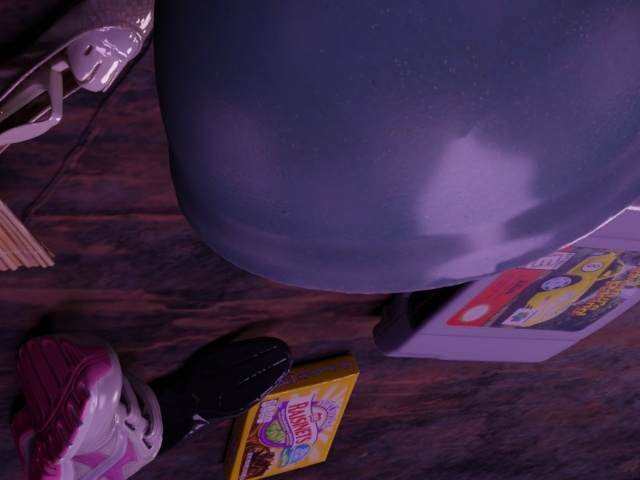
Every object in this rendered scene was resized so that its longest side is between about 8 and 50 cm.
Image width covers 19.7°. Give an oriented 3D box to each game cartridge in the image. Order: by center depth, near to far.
[{"bbox_3d":[0.199,0.021,1.565,0.196,0.060,0.294,0,150,-34],"label":"game cartridge"}]

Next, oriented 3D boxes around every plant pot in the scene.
[{"bbox_3d":[0.038,-0.141,0.951,0.293,0.293,0.196,-19,128,-2],"label":"plant pot"}]

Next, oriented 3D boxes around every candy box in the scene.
[{"bbox_3d":[-0.031,0.171,1.746,0.105,0.027,0.206,-15,154,-17],"label":"candy box"}]

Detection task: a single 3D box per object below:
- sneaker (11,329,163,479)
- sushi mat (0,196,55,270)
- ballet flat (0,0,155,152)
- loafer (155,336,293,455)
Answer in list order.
[{"bbox_3d":[-0.184,0.137,1.507,0.111,0.103,0.252,-14,160,-20],"label":"sneaker"},{"bbox_3d":[-0.281,-0.046,1.112,0.151,0.019,0.316,-3,156,12],"label":"sushi mat"},{"bbox_3d":[-0.152,-0.100,1.109,0.168,0.052,0.057,-32,152,23],"label":"ballet flat"},{"bbox_3d":[-0.089,0.128,1.601,0.170,0.062,0.061,-29,175,25],"label":"loafer"}]
